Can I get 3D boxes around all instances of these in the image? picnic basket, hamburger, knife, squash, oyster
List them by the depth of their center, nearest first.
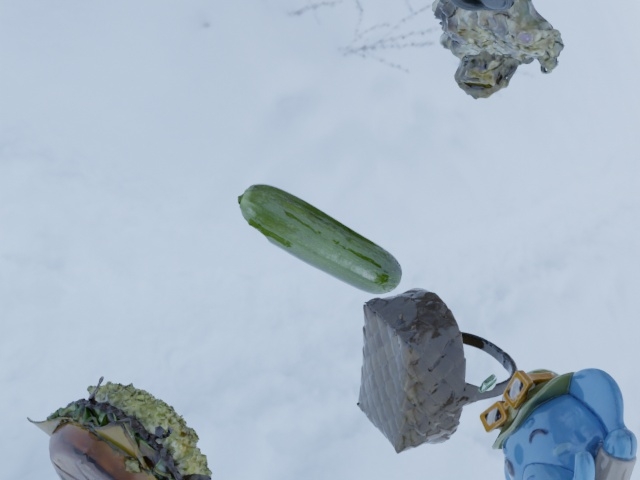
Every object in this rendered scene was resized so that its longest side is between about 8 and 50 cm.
[{"bbox_3d":[-0.231,0.276,1.069,0.138,0.262,0.243,-45,121,-36],"label":"hamburger"},{"bbox_3d":[0.000,0.000,1.069,0.239,0.069,0.069,30,43,-16],"label":"squash"},{"bbox_3d":[0.237,0.205,1.212,0.014,0.030,0.207,52,0,17],"label":"knife"},{"bbox_3d":[0.276,-0.338,1.379,0.238,0.115,0.351,50,-4,-17],"label":"oyster"},{"bbox_3d":[0.263,0.268,1.844,0.337,0.337,0.293,48,-3,-30],"label":"picnic basket"}]

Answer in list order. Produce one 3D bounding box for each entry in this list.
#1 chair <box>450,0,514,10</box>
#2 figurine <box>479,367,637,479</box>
[{"bbox_3d":[0.278,-0.403,1.179,0.095,0.221,0.104,39,-8,33],"label":"chair"},{"bbox_3d":[0.282,0.244,0.897,0.262,0.154,0.180,48,-24,50],"label":"figurine"}]
